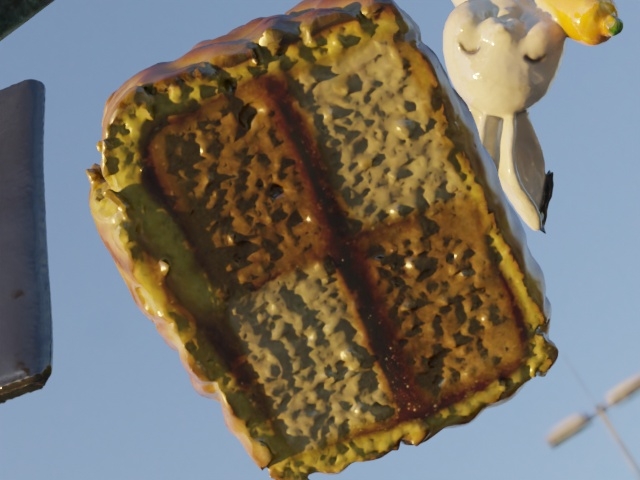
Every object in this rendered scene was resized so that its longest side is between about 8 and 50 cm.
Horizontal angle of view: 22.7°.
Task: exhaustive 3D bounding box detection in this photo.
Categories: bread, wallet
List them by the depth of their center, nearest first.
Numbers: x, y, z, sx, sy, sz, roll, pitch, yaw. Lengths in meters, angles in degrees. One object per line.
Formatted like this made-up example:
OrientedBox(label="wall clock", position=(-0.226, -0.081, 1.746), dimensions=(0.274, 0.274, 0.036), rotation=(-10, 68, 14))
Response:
OrientedBox(label="bread", position=(0.000, 0.000, 0.767), dimensions=(0.181, 0.096, 0.222), rotation=(-27, -77, -1))
OrientedBox(label="wallet", position=(-0.226, 0.005, 1.009), dimensions=(0.124, 0.244, 0.025), rotation=(-20, -40, 15))

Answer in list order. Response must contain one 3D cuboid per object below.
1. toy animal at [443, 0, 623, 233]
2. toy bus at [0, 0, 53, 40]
OrientedBox(label="toy animal", position=(0.130, -0.110, 1.019), dimensions=(0.131, 0.182, 0.127), rotation=(-4, -33, 12))
OrientedBox(label="toy bus", position=(-0.167, -0.158, 0.636), dimensions=(0.128, 0.256, 0.147), rotation=(-40, -64, -10))
